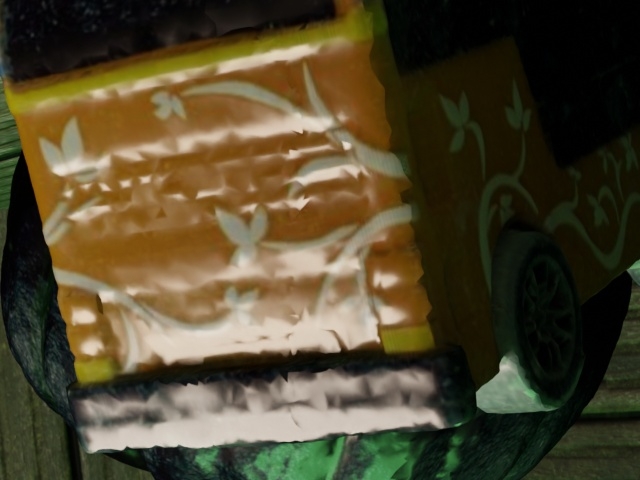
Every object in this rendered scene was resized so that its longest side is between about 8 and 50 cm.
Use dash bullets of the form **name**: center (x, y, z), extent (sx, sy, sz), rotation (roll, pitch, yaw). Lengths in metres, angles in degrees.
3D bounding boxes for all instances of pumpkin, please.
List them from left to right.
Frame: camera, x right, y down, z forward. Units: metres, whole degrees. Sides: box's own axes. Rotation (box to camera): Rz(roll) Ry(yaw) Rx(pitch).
- **pumpkin**: center (0.000, 0.000, 0.974), extent (0.364, 0.266, 0.363), rotation (7, -149, -5)

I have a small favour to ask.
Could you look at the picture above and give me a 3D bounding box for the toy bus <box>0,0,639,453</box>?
- **toy bus**: center (0.039, -0.052, 0.639), extent (0.162, 0.194, 0.323), rotation (-9, -169, 32)
